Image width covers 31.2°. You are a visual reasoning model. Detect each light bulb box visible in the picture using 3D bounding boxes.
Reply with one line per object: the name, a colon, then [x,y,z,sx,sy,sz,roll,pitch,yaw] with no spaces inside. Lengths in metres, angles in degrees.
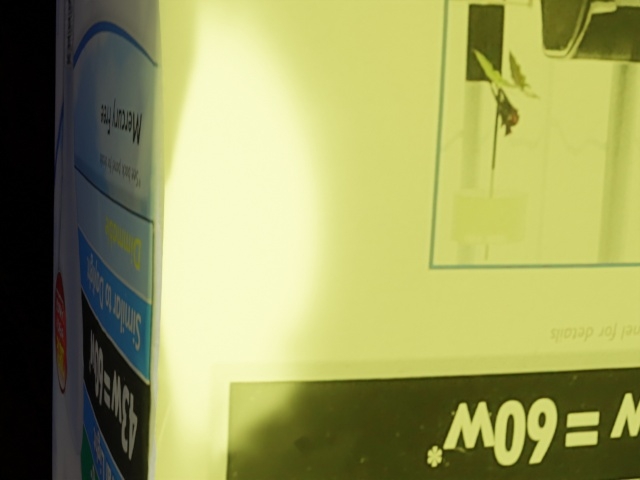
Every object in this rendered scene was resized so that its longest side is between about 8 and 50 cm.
light bulb box: [0.000,0.000,0.534,0.358,0.225,0.361,-156,67,-71]
